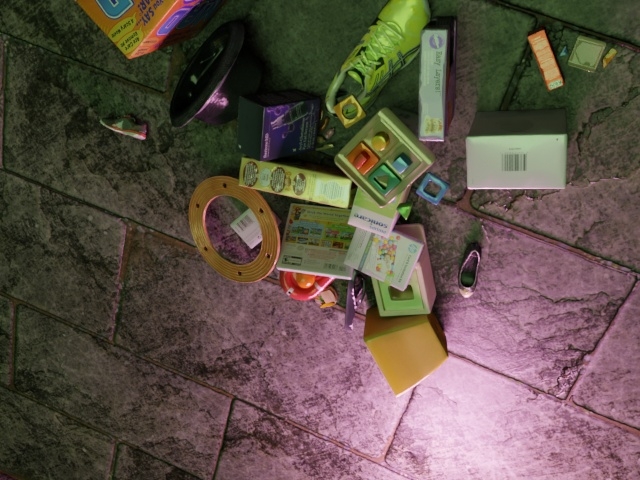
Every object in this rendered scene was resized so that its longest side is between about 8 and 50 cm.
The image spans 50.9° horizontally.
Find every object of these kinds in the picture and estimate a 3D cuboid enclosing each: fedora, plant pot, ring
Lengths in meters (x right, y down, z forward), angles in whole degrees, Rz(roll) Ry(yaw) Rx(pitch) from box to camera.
[{"bbox_3d":[-0.266,-0.421,1.823,0.152,0.334,0.334,28,126,-31],"label":"fedora"},{"bbox_3d":[0.261,0.293,1.984,0.187,0.212,0.212,-27,104,15],"label":"plant pot"},{"bbox_3d":[-0.254,-0.033,1.995,0.336,0.032,0.337,14,117,29],"label":"ring"}]

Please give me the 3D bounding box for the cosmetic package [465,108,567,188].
[{"bbox_3d":[0.480,-0.225,1.636,0.223,0.225,0.138,2,117,19],"label":"cosmetic package"}]

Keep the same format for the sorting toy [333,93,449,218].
[{"bbox_3d":[0.149,-0.196,1.632,0.347,0.047,0.196,45,121,-3],"label":"sorting toy"}]

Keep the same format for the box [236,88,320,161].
[{"bbox_3d":[-0.113,-0.312,1.806,0.108,0.207,0.153,30,126,37],"label":"box"}]

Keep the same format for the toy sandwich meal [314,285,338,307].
[{"bbox_3d":[0.016,0.177,2.106,0.085,0.029,0.086,8,116,16],"label":"toy sandwich meal"}]

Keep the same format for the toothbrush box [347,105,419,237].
[{"bbox_3d":[0.185,-0.183,1.772,0.122,0.206,0.283,19,120,10],"label":"toothbrush box"}]

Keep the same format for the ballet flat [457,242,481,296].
[{"bbox_3d":[0.420,0.087,1.907,0.057,0.049,0.173,11,117,16],"label":"ballet flat"}]

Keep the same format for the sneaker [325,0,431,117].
[{"bbox_3d":[0.146,-0.455,1.692,0.145,0.147,0.385,35,120,3],"label":"sneaker"}]

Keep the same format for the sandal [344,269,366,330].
[{"bbox_3d":[0.108,0.162,2.037,0.054,0.097,0.255,6,126,4],"label":"sandal"}]

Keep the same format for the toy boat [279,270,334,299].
[{"bbox_3d":[-0.034,0.092,2.013,0.151,0.151,0.231,42,120,-2],"label":"toy boat"}]

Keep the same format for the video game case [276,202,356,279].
[{"bbox_3d":[0.000,0.000,1.954,0.226,0.026,0.207,7,72,17],"label":"video game case"}]

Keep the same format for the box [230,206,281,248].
[{"bbox_3d":[-0.195,-0.053,2.038,0.101,0.087,0.102,-38,99,31],"label":"box"}]

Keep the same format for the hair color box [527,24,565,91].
[{"bbox_3d":[0.539,-0.435,1.605,0.043,0.072,0.141,-19,108,26],"label":"hair color box"}]

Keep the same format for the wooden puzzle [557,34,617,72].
[{"bbox_3d":[0.635,-0.444,1.601,0.116,0.014,0.079,26,116,6],"label":"wooden puzzle"}]

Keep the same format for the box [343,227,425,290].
[{"bbox_3d":[0.172,0.034,1.836,0.186,0.038,0.145,25,110,14],"label":"box"}]

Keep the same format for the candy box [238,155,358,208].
[{"bbox_3d":[-0.046,-0.169,1.868,0.316,0.183,0.088,13,103,13],"label":"candy box"}]

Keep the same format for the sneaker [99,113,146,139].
[{"bbox_3d":[-0.600,-0.360,2.066,0.157,0.061,0.065,19,92,10],"label":"sneaker"}]

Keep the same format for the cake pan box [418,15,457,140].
[{"bbox_3d":[0.283,-0.399,1.614,0.070,0.246,0.267,3,114,14],"label":"cake pan box"}]

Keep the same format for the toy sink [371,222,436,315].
[{"bbox_3d":[0.231,0.087,1.928,0.152,0.131,0.234,-5,112,21],"label":"toy sink"}]

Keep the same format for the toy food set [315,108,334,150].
[{"bbox_3d":[0.001,-0.317,1.884,0.077,0.019,0.122,-8,104,22],"label":"toy food set"}]

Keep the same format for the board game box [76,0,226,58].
[{"bbox_3d":[-0.400,-0.724,1.635,0.356,0.356,0.356,-39,98,29],"label":"board game box"}]
